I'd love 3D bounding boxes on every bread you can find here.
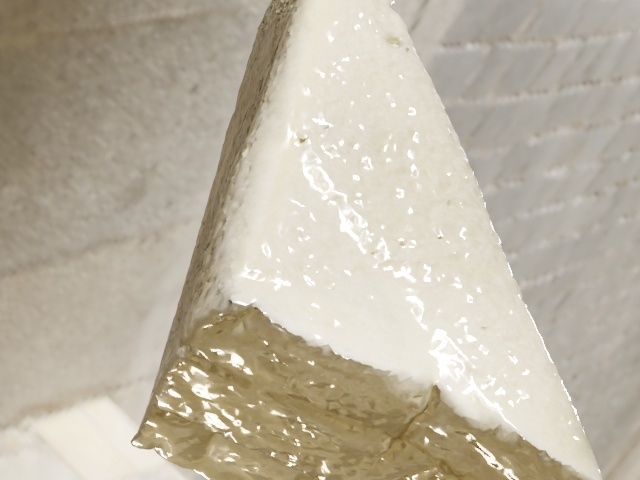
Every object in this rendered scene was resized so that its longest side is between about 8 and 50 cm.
[{"bbox_3d":[0.019,0.003,0.444,0.077,0.105,0.152,-50,-160,49],"label":"bread"}]
